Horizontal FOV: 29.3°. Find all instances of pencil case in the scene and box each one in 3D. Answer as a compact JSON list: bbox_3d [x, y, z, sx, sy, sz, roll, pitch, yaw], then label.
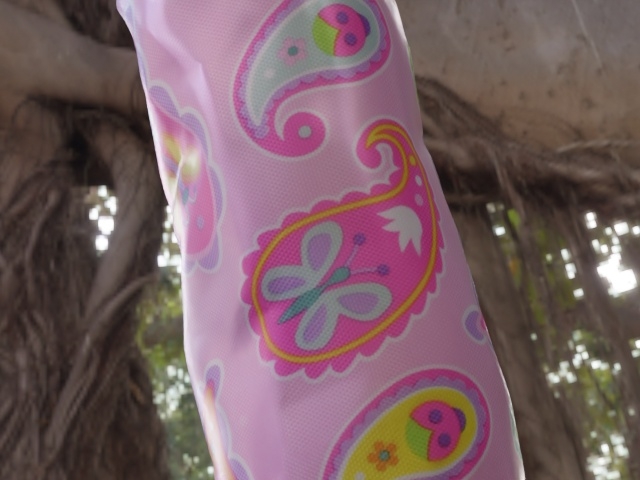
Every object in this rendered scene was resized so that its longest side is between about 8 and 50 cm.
[{"bbox_3d":[0.000,0.000,0.460,0.124,0.284,0.124,-12,-11,-2],"label":"pencil case"}]
